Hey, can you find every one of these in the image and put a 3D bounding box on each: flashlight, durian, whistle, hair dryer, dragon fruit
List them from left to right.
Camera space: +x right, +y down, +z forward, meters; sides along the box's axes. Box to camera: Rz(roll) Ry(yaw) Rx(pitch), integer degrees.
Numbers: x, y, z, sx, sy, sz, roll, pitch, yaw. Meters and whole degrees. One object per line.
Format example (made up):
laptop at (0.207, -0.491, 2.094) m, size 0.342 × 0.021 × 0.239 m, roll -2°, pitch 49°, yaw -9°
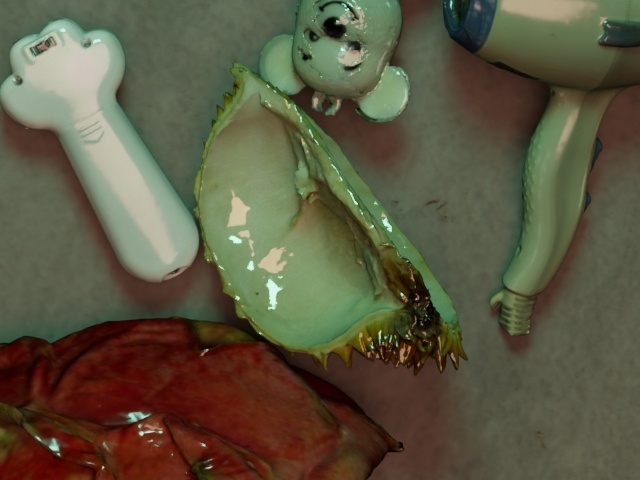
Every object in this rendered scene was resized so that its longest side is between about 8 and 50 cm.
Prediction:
flashlight at (-0.149, -0.061, 1.395) m, size 0.093 × 0.047 × 0.200 m, roll -29°, pitch 104°, yaw 1°
dragon fruit at (-0.112, 0.136, 1.299) m, size 0.286 × 0.329 × 0.228 m, roll -29°, pitch 95°, yaw 1°
durian at (0.000, 0.000, 1.365) m, size 0.144 × 0.139 × 0.252 m, roll -25°, pitch 70°, yaw -13°
whistle at (0.034, -0.200, 1.374) m, size 0.114 × 0.077 × 0.236 m, roll 18°, pitch 96°, yaw 16°
hair dryer at (0.245, -0.097, 1.417) m, size 0.296 × 0.119 × 0.298 m, roll -14°, pitch 117°, yaw -7°
